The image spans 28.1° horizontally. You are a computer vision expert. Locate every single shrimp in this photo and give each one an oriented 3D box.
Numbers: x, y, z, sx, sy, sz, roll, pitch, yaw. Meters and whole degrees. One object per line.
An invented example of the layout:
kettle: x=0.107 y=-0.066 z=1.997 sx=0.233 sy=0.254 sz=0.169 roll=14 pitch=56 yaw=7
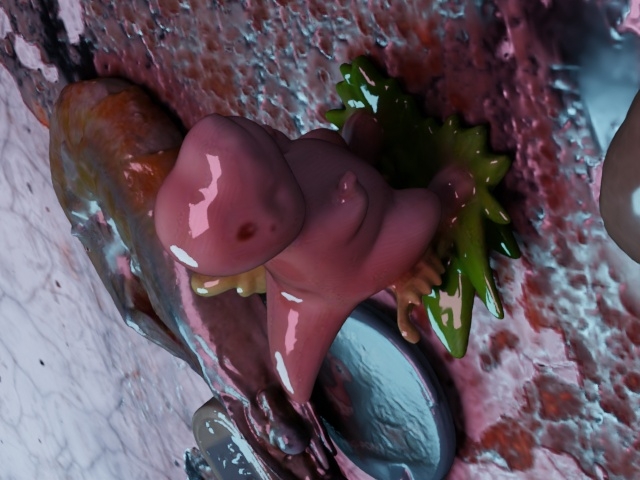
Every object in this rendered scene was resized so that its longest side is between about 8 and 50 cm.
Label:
shrimp: x=-0.092 y=0.037 z=0.834 sx=0.317 sy=0.062 sz=0.164 roll=57 pitch=148 yaw=8

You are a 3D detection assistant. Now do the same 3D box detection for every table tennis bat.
table tennis bat: x=0.048 y=0.126 z=0.774 sx=0.124 sy=0.033 sz=0.201 roll=-15 pitch=101 yaw=56

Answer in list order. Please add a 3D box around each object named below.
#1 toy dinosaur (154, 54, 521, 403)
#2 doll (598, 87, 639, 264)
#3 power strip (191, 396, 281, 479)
toy dinosaur: x=0.005 y=0.005 z=0.611 sx=0.152 sy=0.177 sz=0.194 roll=41 pitch=142 yaw=20
doll: x=0.233 y=0.067 z=0.425 sx=0.382 sy=0.252 sz=0.378 roll=-47 pitch=48 yaw=49
power strip: x=0.001 y=0.215 z=0.879 sx=0.080 sy=0.048 sz=0.286 roll=-29 pitch=92 yaw=52
